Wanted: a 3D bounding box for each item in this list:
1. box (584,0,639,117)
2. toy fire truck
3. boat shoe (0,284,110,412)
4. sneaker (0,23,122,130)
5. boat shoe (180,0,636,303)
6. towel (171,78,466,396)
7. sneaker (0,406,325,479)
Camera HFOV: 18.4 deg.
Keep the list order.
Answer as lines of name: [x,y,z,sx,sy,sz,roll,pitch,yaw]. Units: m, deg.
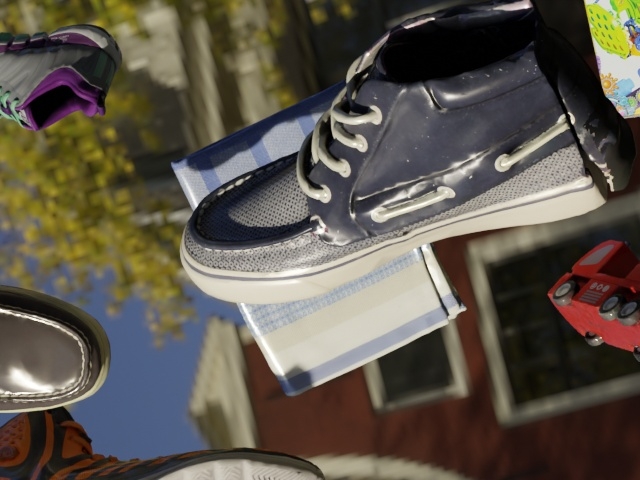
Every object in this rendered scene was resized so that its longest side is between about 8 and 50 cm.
box: [0.344,-0.280,1.727,0.290,0.177,0.279,-32,-68,-62]
toy fire truck: [0.241,0.017,1.280,0.047,0.135,0.192,49,168,-19]
boat shoe: [-0.303,0.081,1.482,0.092,0.285,0.103,-46,-35,-76]
sneaker: [-0.302,-0.145,1.890,0.083,0.223,0.098,62,-155,-44]
boat shoe: [0.032,-0.069,1.366,0.158,0.340,0.127,55,-155,-43]
towel: [0.000,0.000,1.995,0.285,0.209,0.034,64,179,-18]
sneaker: [-0.164,0.197,1.653,0.180,0.321,0.125,-125,35,-58]
